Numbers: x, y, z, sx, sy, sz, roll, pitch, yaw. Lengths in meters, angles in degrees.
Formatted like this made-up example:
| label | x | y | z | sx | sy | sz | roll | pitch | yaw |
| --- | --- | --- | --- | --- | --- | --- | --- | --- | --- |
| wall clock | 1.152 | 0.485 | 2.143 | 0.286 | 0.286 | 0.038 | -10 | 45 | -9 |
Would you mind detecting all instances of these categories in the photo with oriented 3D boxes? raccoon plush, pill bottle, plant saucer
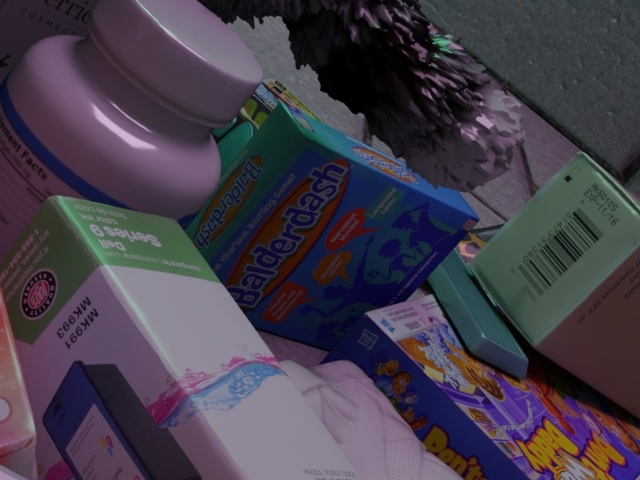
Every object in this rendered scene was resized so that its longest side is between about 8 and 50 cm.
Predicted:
| label | x | y | z | sx | sy | sz | roll | pitch | yaw |
| --- | --- | --- | --- | --- | --- | --- | --- | --- | --- |
| raccoon plush | -0.043 | -0.187 | 0.734 | 0.446 | 0.216 | 0.299 | 41 | 27 | -2 |
| pill bottle | -0.131 | -0.030 | 0.718 | 0.124 | 0.221 | 0.124 | 36 | 18 | -14 |
| plant saucer | 0.117 | 0.041 | 1.131 | 0.067 | 0.018 | 0.192 | 28 | 20 | -34 |

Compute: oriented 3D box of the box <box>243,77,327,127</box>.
| label | x | y | z | sx | sy | sz | roll | pitch | yaw |
| --- | --- | --- | --- | --- | --- | --- | --- | --- | --- |
| box | 0.000 | -0.088 | 1.423 | 0.207 | 0.036 | 0.114 | 42 | 18 | 4 |

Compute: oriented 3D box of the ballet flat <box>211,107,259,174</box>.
| label | x | y | z | sx | sy | sz | roll | pitch | yaw |
| --- | --- | --- | --- | --- | --- | --- | --- | --- | --- |
| ballet flat | -0.071 | -0.087 | 1.252 | 0.052 | 0.057 | 0.168 | 42 | 15 | -29 |

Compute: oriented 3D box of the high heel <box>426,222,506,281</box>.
| label | x | y | z | sx | sy | sz | roll | pitch | yaw |
| --- | --- | --- | --- | --- | --- | --- | --- | --- | --- |
| high heel | 0.211 | 0.095 | 1.389 | 0.186 | 0.093 | 0.261 | -10 | 60 | -45 |

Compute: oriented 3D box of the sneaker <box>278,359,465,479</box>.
| label | x | y | z | sx | sy | sz | roll | pitch | yaw |
| --- | --- | --- | --- | --- | --- | --- | --- | --- | --- |
| sneaker | 0.020 | 0.158 | 0.768 | 0.169 | 0.108 | 0.292 | 42 | 16 | 15 |

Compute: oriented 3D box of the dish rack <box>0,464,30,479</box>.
| label | x | y | z | sx | sy | sz | roll | pitch | yaw |
| --- | --- | --- | --- | --- | --- | --- | --- | --- | --- |
| dish rack | -0.138 | 0.189 | 0.244 | 0.285 | 0.072 | 0.333 | 33 | 51 | -20 |

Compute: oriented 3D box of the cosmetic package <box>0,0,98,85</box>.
| label | x | y | z | sx | sy | sz | roll | pitch | yaw |
| --- | --- | --- | --- | --- | --- | --- | --- | --- | --- |
| cosmetic package | -0.200 | -0.124 | 0.864 | 0.151 | 0.183 | 0.151 | 19 | 27 | -48 |

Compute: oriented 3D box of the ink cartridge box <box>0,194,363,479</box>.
| label | x | y | z | sx | sy | sz | roll | pitch | yaw |
| --- | --- | --- | --- | --- | --- | --- | --- | --- | --- |
| ink cartridge box | -0.084 | 0.109 | 0.595 | 0.093 | 0.154 | 0.212 | 13 | 33 | -55 |

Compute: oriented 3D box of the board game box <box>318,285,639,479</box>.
| label | x | y | z | sx | sy | sz | roll | pitch | yaw |
| --- | --- | --- | --- | --- | --- | --- | --- | --- | --- |
| board game box | 0.155 | 0.149 | 1.108 | 0.233 | 0.078 | 0.347 | 45 | 18 | 14 |

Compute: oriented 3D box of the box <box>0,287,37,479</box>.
| label | x | y | z | sx | sy | sz | roll | pitch | yaw |
| --- | --- | --- | --- | --- | --- | --- | --- | --- | --- |
| box | -0.194 | 0.033 | 0.484 | 0.142 | 0.154 | 0.300 | -7 | 38 | -19 |

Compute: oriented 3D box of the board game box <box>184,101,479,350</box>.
| label | x | y | z | sx | sy | sz | roll | pitch | yaw |
| --- | --- | --- | --- | --- | --- | --- | --- | --- | --- |
| board game box | 0.000 | 0.000 | 1.015 | 0.210 | 0.160 | 0.047 | 21 | 27 | -45 |

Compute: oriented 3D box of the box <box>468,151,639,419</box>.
| label | x | y | z | sx | sy | sz | roll | pitch | yaw |
| --- | --- | --- | --- | --- | --- | --- | --- | --- | --- |
| box | 0.290 | 0.067 | 1.204 | 0.311 | 0.148 | 0.121 | 31 | 17 | -41 |
